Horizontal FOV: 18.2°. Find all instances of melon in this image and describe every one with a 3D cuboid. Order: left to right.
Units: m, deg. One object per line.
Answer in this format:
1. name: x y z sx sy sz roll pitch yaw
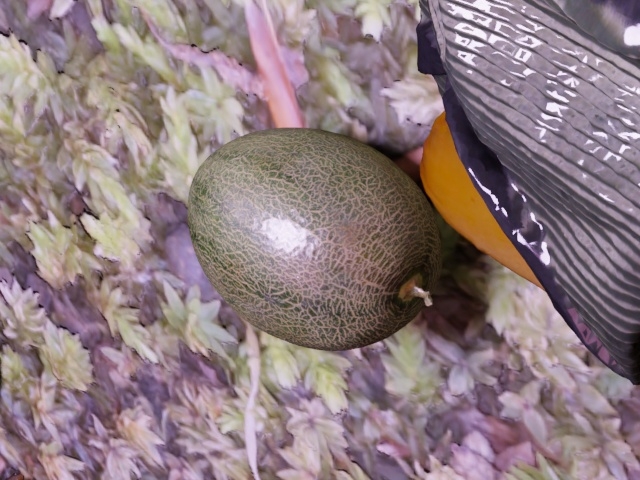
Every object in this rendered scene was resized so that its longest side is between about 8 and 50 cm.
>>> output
1. melon: 0.000 0.000 1.287 0.192 0.139 0.139 27 129 31

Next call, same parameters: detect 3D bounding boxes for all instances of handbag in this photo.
1. handbag: 0.175 -0.109 0.955 0.341 0.247 0.240 -118 15 -48

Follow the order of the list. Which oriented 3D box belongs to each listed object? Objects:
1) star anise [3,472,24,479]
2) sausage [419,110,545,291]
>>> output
1. star anise: -0.318 0.212 1.738 0.177 0.073 0.234 -6 102 34
2. sausage: 0.203 0.019 1.145 0.328 0.112 0.112 37 133 19
